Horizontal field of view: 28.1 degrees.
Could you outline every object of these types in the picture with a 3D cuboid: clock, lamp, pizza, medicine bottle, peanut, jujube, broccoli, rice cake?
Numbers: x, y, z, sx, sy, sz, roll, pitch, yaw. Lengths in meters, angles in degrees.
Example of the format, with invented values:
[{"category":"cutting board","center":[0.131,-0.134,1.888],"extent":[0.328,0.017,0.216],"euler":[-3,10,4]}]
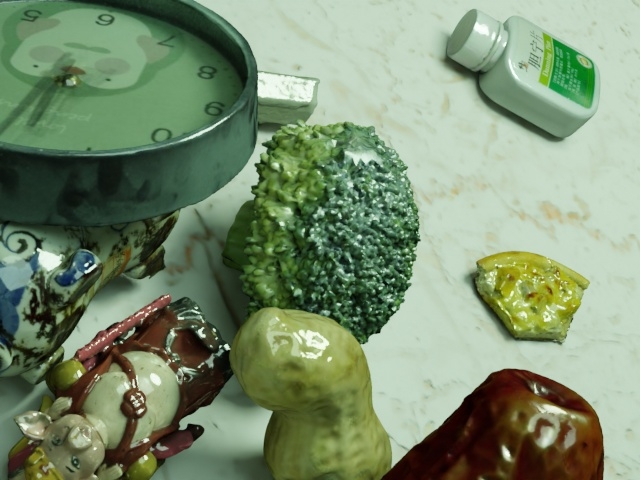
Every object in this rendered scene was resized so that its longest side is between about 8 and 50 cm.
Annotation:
[{"category":"clock","center":[-0.206,-0.126,1.034],"extent":[0.319,0.066,0.319],"euler":[6,36,-5]},{"category":"lamp","center":[-0.171,0.140,0.967],"extent":[0.118,0.118,0.253],"euler":[49,44,5]},{"category":"pizza","center":[0.231,0.057,1.355],"extent":[0.160,0.036,0.099],"euler":[9,55,-30]},{"category":"medicine bottle","center":[0.244,-0.206,1.528],"extent":[0.183,0.069,0.119],"euler":[25,51,-16]},{"category":"peanut","center":[-0.005,0.136,1.036],"extent":[0.103,0.098,0.229],"euler":[-69,149,-49]},{"category":"jujube","center":[0.130,0.231,1.019],"extent":[0.190,0.255,0.190],"euler":[24,10,-4]},{"category":"broccoli","center":[0.002,0.002,1.152],"extent":[0.176,0.226,0.198],"euler":[36,-4,39]},{"category":"rice cake","center":[-0.118,-0.148,1.244],"extent":[0.256,0.057,0.052],"euler":[2,57,-34]}]

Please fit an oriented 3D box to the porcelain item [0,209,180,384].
[{"category":"porcelain item","center":[-0.231,-0.017,1.025],"extent":[0.186,0.138,0.288],"euler":[35,44,5]}]
